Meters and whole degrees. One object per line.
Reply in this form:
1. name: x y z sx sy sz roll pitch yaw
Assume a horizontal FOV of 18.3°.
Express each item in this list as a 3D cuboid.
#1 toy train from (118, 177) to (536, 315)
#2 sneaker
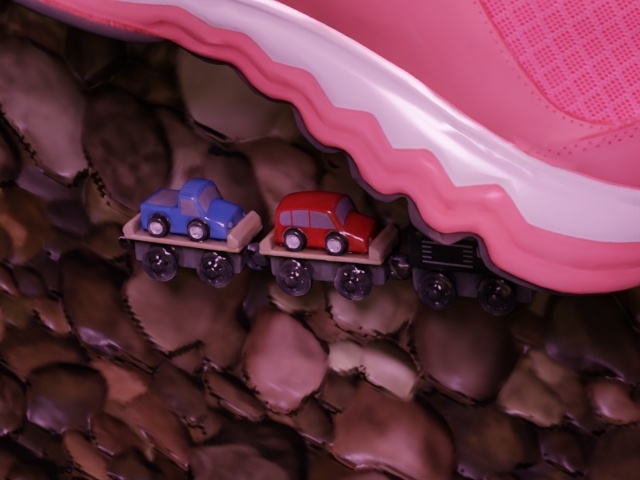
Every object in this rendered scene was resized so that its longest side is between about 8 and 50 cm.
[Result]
1. toy train: 0.000 0.000 0.702 0.158 0.027 0.036 5 116 21
2. sneaker: -0.002 -0.115 0.605 0.313 0.116 0.136 29 115 -2
